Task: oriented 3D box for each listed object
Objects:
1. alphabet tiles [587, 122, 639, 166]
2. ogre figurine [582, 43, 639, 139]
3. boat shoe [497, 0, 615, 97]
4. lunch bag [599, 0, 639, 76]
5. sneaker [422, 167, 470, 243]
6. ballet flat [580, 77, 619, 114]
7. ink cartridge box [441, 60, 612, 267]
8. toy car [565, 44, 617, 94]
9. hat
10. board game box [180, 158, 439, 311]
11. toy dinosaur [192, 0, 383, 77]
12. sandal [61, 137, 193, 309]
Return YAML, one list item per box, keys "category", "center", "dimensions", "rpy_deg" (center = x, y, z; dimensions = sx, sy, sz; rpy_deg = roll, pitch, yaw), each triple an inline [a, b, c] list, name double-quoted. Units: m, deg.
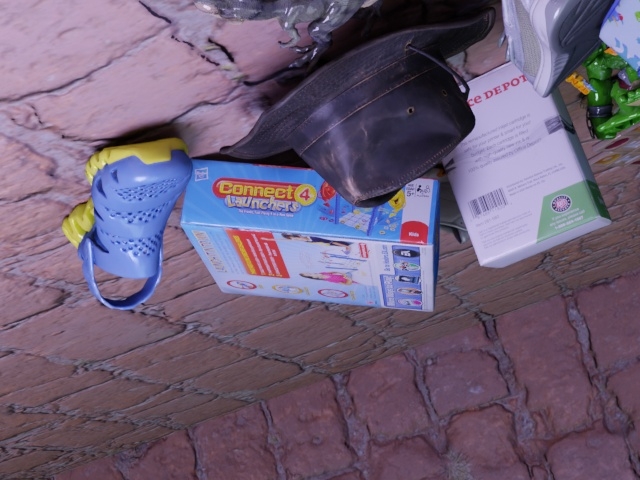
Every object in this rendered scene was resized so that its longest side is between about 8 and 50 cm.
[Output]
- category: "alphabet tiles"
  center: [0.609, -0.186, 2.050]
  dimensions: [0.342, 0.011, 0.285]
  rpy_deg: [-3, 159, -44]
- category: "ogre figurine"
  center: [0.360, -0.204, 1.482]
  dimensions: [0.097, 0.118, 0.197]
  rpy_deg: [-15, 164, 5]
- category: "boat shoe"
  center: [0.239, -0.236, 1.295]
  dimensions: [0.118, 0.103, 0.320]
  rpy_deg: [-44, 167, 5]
- category: "lunch bag"
  center: [0.385, -0.264, 1.230]
  dimensions: [0.219, 0.090, 0.176]
  rpy_deg: [-39, 170, -19]
- category: "sneaker"
  center: [0.226, -0.060, 1.839]
  dimensions: [0.262, 0.121, 0.099]
  rpy_deg: [-17, 166, -2]
- category: "ballet flat"
  center: [0.461, -0.203, 1.700]
  dimensions: [0.206, 0.067, 0.073]
  rpy_deg: [-21, 165, 11]
- category: "ink cartridge box"
  center: [0.243, -0.096, 1.544]
  dimensions: [0.160, 0.219, 0.092]
  rpy_deg: [-23, 168, 21]
- category: "toy car"
  center: [0.334, -0.210, 1.413]
  dimensions: [0.060, 0.040, 0.122]
  rpy_deg: [-50, -178, -27]
- category: "hat"
  center: [0.063, -0.112, 1.308]
  dimensions: [0.331, 0.134, 0.331]
  rpy_deg: [-27, 177, -1]
- category: "board game box"
  center: [0.000, 0.000, 1.600]
  dimensions: [0.302, 0.086, 0.308]
  rpy_deg: [5, 163, 7]
- category: "toy dinosaur"
  center: [0.018, -0.219, 1.152]
  dimensions: [0.268, 0.064, 0.118]
  rpy_deg: [-18, 159, -11]
- category: "sandal"
  center: [-0.216, -0.017, 1.455]
  dimensions: [0.126, 0.138, 0.317]
  rpy_deg: [-10, 162, -21]
